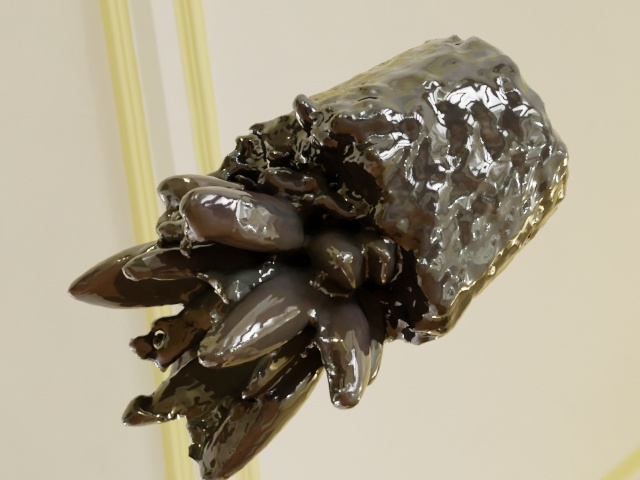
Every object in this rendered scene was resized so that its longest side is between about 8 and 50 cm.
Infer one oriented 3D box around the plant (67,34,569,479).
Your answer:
[{"bbox_3d":[0.000,0.000,0.866,0.321,0.194,0.181,-33,-80,-29],"label":"plant"}]
